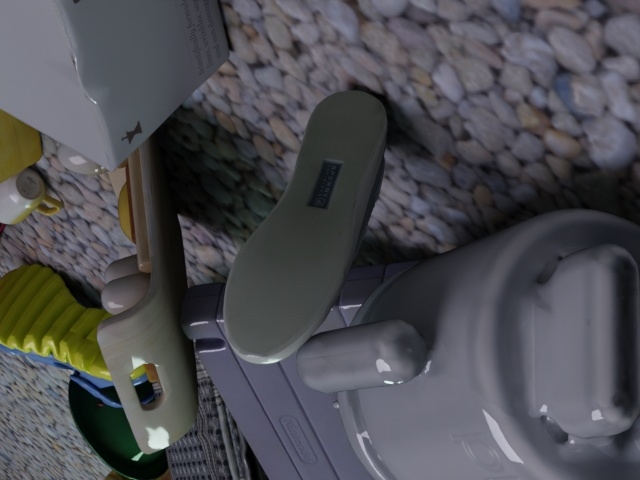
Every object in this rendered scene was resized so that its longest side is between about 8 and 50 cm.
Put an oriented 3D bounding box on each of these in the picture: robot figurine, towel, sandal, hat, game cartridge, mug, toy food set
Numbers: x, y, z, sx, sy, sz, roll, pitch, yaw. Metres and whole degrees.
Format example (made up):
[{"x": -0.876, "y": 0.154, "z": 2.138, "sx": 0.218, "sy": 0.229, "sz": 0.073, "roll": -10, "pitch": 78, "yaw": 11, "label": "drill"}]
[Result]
[{"x": 0.138, "y": 0.095, "z": 0.970, "sx": 0.300, "sy": 0.200, "sz": 0.353, "roll": 12, "pitch": 163, "yaw": -21, "label": "robot figurine"}, {"x": -0.125, "y": 0.221, "z": 1.484, "sx": 0.324, "sy": 0.056, "sz": 0.312, "roll": 161, "pitch": 100, "yaw": -68, "label": "towel"}, {"x": -0.318, "y": 0.134, "z": 1.762, "sx": 0.317, "sy": 0.126, "sz": 0.138, "roll": 24, "pitch": 154, "yaw": 35, "label": "sandal"}, {"x": -0.199, "y": 0.204, "z": 1.790, "sx": 0.183, "sy": 0.173, "sz": 0.208, "roll": -39, "pitch": 93, "yaw": 28, "label": "hat"}, {"x": 0.040, "y": 0.160, "z": 1.262, "sx": 0.230, "sy": 0.068, "sz": 0.355, "roll": -10, "pitch": 133, "yaw": 15, "label": "game cartridge"}, {"x": -0.343, "y": -0.057, "z": 1.582, "sx": 0.064, "sy": 0.078, "sz": 0.062, "roll": -21, "pitch": 83, "yaw": 52, "label": "mug"}, {"x": -0.180, "y": 0.013, "z": 1.244, "sx": 0.092, "sy": 0.306, "sz": 0.220, "roll": -9, "pitch": 143, "yaw": -1, "label": "toy food set"}]

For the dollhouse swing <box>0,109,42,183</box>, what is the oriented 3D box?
[{"x": -0.522, "y": -0.152, "z": 1.382, "sx": 0.347, "sy": 0.305, "sz": 0.315, "roll": 34, "pitch": 153, "yaw": 13, "label": "dollhouse swing"}]

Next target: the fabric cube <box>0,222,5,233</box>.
[{"x": -0.606, "y": 0.013, "z": 1.812, "sx": 0.259, "sy": 0.254, "sz": 0.258, "roll": 42, "pitch": 154, "yaw": -3, "label": "fabric cube"}]

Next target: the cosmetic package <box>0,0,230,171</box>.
[{"x": -0.274, "y": -0.241, "z": 1.074, "sx": 0.385, "sy": 0.156, "sz": 0.217, "roll": 28, "pitch": 152, "yaw": 23, "label": "cosmetic package"}]

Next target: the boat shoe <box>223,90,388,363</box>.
[{"x": -0.001, "y": -0.001, "z": 0.998, "sx": 0.079, "sy": 0.227, "sz": 0.081, "roll": 14, "pitch": 153, "yaw": 18, "label": "boat shoe"}]

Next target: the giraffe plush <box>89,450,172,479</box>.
[{"x": -0.219, "y": 0.368, "z": 1.955, "sx": 0.210, "sy": 0.181, "sz": 0.170, "roll": 21, "pitch": 156, "yaw": 52, "label": "giraffe plush"}]
